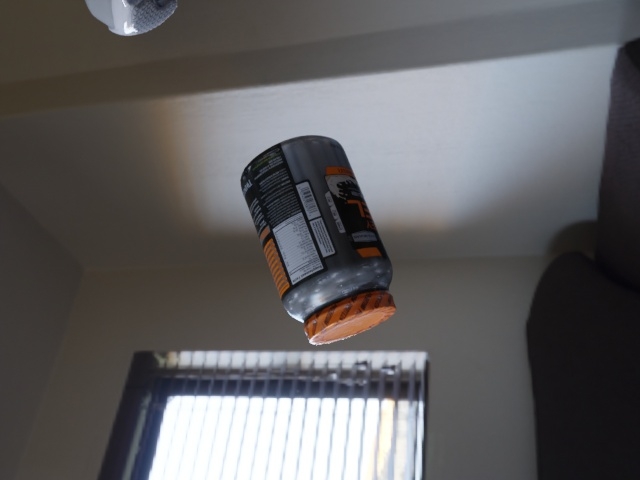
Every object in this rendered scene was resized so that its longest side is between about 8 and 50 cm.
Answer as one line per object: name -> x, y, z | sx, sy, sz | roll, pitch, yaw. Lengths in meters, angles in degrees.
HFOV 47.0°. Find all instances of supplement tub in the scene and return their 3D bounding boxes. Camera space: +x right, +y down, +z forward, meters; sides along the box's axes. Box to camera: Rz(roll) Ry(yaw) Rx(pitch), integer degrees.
supplement tub -> 0.000, 0.000, 0.743 | 0.117, 0.117, 0.190 | 40, -153, -70

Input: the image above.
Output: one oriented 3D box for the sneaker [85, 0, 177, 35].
sneaker -> -0.124, -0.261, 0.410 | 0.105, 0.115, 0.281 | -51, -34, -67
